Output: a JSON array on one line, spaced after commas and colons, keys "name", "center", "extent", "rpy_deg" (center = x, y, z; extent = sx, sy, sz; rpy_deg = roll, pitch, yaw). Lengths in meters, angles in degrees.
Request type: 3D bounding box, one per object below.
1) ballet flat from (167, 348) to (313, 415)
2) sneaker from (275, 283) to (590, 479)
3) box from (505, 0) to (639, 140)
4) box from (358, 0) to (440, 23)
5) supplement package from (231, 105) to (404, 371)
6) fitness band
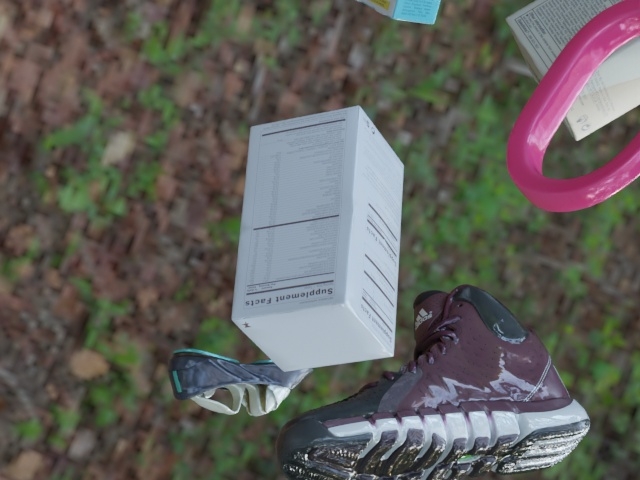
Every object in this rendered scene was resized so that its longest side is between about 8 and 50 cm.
[{"name": "ballet flat", "center": [-0.091, 0.167, 2.189], "extent": [0.203, 0.074, 0.074], "rpy_deg": [9, 102, -42]}, {"name": "sneaker", "center": [0.075, 0.116, 1.568], "extent": [0.281, 0.162, 0.106], "rpy_deg": [0, 145, -29]}, {"name": "box", "center": [0.404, -0.276, 2.342], "extent": [0.311, 0.148, 0.121], "rpy_deg": [-29, 143, 5]}, {"name": "box", "center": [0.102, -0.360, 2.007], "extent": [0.060, 0.100, 0.244], "rpy_deg": [2, 111, -36]}, {"name": "supplement package", "center": [0.000, 0.000, 2.060], "extent": [0.134, 0.139, 0.244], "rpy_deg": [49, 39, -51]}, {"name": "fitness band", "center": [0.322, -0.149, 2.063], "extent": [0.054, 0.209, 0.291], "rpy_deg": [47, 70, -34]}]
